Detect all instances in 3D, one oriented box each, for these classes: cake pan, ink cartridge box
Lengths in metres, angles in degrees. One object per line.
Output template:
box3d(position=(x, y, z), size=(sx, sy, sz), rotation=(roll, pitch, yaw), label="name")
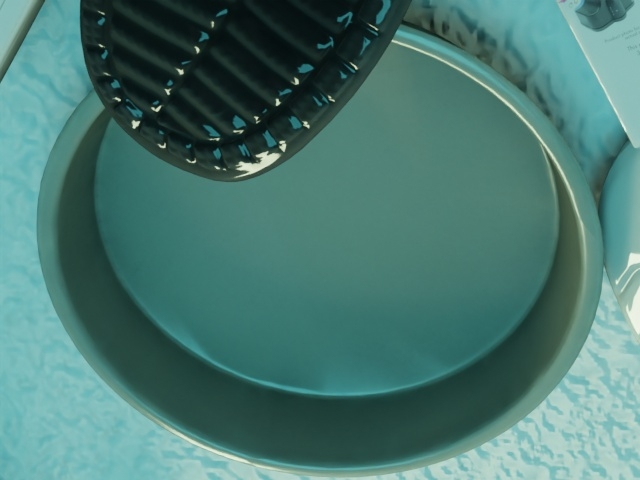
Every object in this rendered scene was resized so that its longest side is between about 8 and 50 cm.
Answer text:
box3d(position=(0.000, 0.000, 0.856), size=(0.293, 0.054, 0.293), rotation=(4, 125, 5), label="cake pan")
box3d(position=(0.124, -0.146, 0.708), size=(0.061, 0.104, 0.181), rotation=(-23, 118, 20), label="ink cartridge box")

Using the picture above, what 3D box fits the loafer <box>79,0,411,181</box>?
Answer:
box3d(position=(0.024, -0.179, 0.673), size=(0.134, 0.130, 0.366), rotation=(37, 120, 7), label="loafer")

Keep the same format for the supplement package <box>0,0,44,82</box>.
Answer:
box3d(position=(-0.174, -0.179, 0.678), size=(0.175, 0.177, 0.293), rotation=(28, 124, -12), label="supplement package")

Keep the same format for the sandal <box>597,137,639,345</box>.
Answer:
box3d(position=(0.310, 0.080, 0.848), size=(0.416, 0.102, 0.169), rotation=(43, 134, -6), label="sandal")
